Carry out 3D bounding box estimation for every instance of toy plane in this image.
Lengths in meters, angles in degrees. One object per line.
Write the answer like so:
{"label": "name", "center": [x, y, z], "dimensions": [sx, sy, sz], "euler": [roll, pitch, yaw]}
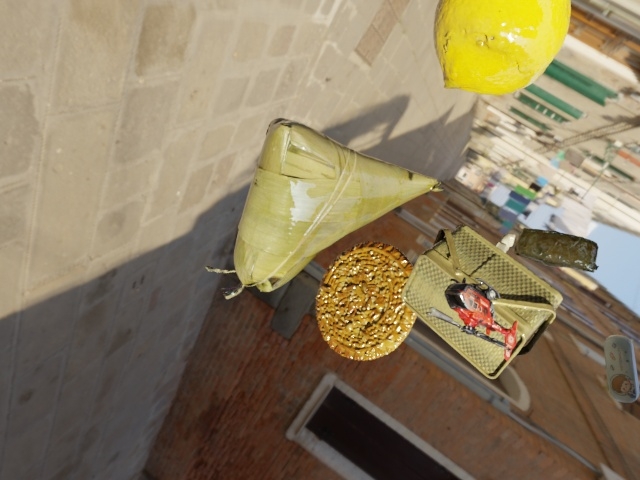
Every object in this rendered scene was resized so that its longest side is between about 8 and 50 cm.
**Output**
{"label": "toy plane", "center": [0.180, 0.086, 0.571], "dimensions": [0.037, 0.145, 0.060], "euler": [-10, -127, 54]}

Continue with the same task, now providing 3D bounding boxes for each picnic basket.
{"label": "picnic basket", "center": [0.299, 0.109, 0.975], "dimensions": [0.139, 0.266, 0.165], "euler": [-32, 151, -33]}

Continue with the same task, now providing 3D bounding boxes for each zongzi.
{"label": "zongzi", "center": [0.000, 0.000, 1.085], "dimensions": [0.181, 0.417, 0.447], "euler": [-111, -141, -62]}

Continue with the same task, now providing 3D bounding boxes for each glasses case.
{"label": "glasses case", "center": [0.803, 0.342, 1.354], "dimensions": [0.045, 0.067, 0.179], "euler": [-10, 92, -50]}

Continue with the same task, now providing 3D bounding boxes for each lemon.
{"label": "lemon", "center": [0.313, -0.391, 0.893], "dimensions": [0.228, 0.228, 0.254], "euler": [24, 74, -81]}

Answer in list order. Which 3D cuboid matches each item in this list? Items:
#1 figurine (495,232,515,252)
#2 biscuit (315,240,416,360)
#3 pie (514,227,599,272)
{"label": "figurine", "center": [0.539, 0.126, 1.540], "dimensions": [0.308, 0.143, 0.309], "euler": [-32, 137, -35]}
{"label": "biscuit", "center": [0.108, 0.145, 1.261], "dimensions": [0.038, 0.305, 0.305], "euler": [28, 97, -50]}
{"label": "pie", "center": [0.840, 0.032, 1.792], "dimensions": [0.068, 0.282, 0.129], "euler": [64, 40, -73]}
